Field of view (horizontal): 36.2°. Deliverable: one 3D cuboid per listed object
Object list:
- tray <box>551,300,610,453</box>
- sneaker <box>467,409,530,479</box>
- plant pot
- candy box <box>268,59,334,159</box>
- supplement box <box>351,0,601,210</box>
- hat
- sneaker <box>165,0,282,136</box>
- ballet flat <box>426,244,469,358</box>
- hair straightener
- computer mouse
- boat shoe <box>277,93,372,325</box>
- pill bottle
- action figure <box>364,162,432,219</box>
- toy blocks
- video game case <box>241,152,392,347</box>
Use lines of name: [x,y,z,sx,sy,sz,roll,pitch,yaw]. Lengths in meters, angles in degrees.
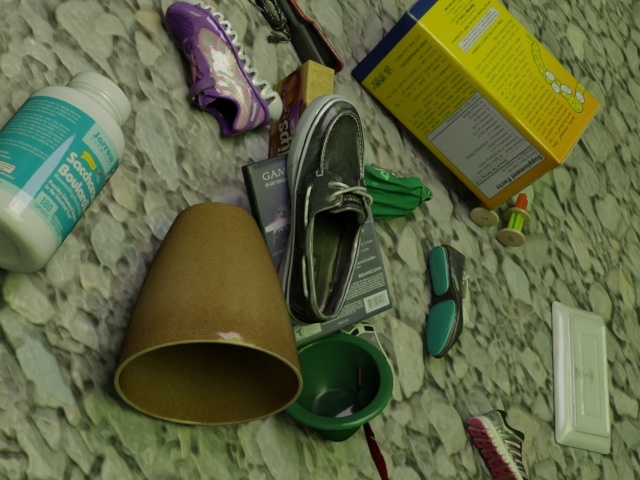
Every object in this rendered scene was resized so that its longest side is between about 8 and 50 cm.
tray: [0.492,0.252,1.820,0.145,0.030,0.270,17,65,-30]
sneaker: [0.316,0.355,1.633,0.075,0.063,0.170,-29,87,-33]
plant pot: [-0.143,0.082,1.309,0.237,0.237,0.254,21,50,-29]
candy box: [-0.032,-0.174,1.534,0.053,0.109,0.186,18,65,-30]
supplement box: [0.269,-0.263,1.696,0.356,0.194,0.195,44,53,-4]
hat: [0.026,0.273,1.472,0.173,0.183,0.208,-8,43,-3]
sneaker: [-0.162,-0.255,1.482,0.104,0.095,0.236,-43,102,-30]
ballet flat: [0.221,0.105,1.649,0.074,0.074,0.203,18,62,-30]
hair straightener: [-0.054,-0.364,1.622,0.089,0.047,0.230,-35,96,-39]
computer mouse: [0.054,0.158,1.527,0.106,0.042,0.193,-10,75,-43]
boat shoe: [0.023,-0.042,1.377,0.121,0.119,0.335,9,86,-34]
pill bottle: [-0.347,-0.097,1.252,0.146,0.146,0.264,40,56,-18]
action figure: [0.087,-0.078,1.590,0.232,0.137,0.063,3,35,-31]
toy blocks: [0.344,-0.079,1.810,0.123,0.054,0.148,35,56,-21]
video game case: [0.000,0.000,1.450,0.196,0.026,0.274,-19,101,-32]
